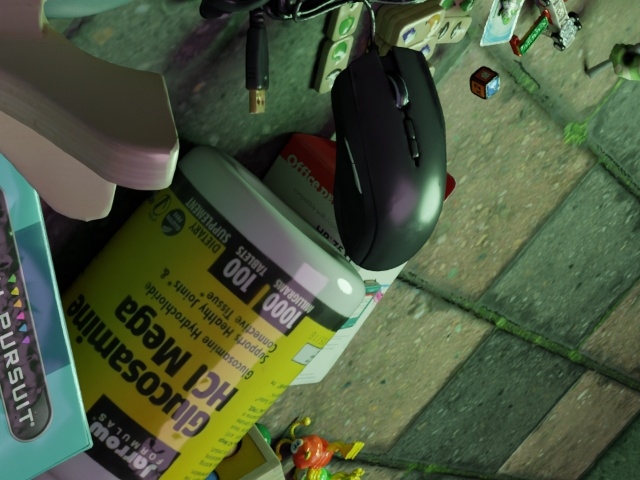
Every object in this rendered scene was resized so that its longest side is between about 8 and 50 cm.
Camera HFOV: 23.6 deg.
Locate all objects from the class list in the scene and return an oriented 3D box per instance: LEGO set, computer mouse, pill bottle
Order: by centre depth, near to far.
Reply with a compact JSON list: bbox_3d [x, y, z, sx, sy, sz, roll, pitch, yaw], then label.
[{"bbox_3d":[0.028,-0.093,1.202,0.184,0.060,0.262,-8,106,-33],"label":"computer mouse"},{"bbox_3d":[-0.135,0.101,1.236,0.334,0.188,0.188,-49,155,4],"label":"pill bottle"},{"bbox_3d":[0.201,-0.254,1.424,0.182,0.060,0.244,-16,130,-47],"label":"LEGO set"}]

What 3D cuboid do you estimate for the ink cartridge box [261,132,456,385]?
[{"bbox_3d":[0.000,0.000,1.360,0.231,0.134,0.078,-56,153,17],"label":"ink cartridge box"}]

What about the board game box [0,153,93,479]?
[{"bbox_3d":[-0.319,0.087,0.946,0.336,0.079,0.254,-27,123,-36],"label":"board game box"}]

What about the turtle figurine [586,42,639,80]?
[{"bbox_3d":[0.368,-0.266,1.582,0.197,0.275,0.266,-22,132,0],"label":"turtle figurine"}]

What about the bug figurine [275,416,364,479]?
[{"bbox_3d":[-0.055,0.334,1.839,0.279,0.072,0.216,-51,161,-2],"label":"bug figurine"}]

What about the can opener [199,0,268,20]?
[{"bbox_3d":[-0.022,-0.232,1.096,0.186,0.073,0.059,-47,116,-7],"label":"can opener"}]

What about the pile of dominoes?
[{"bbox_3d":[0.096,-0.226,1.288,0.196,0.040,0.251,-28,149,-34],"label":"pile of dominoes"}]

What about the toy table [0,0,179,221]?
[{"bbox_3d":[-0.171,-0.118,0.815,0.160,0.252,0.274,5,141,-19],"label":"toy table"}]

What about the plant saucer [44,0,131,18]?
[{"bbox_3d":[-0.120,-0.213,0.976,0.195,0.037,0.195,-36,153,-21],"label":"plant saucer"}]

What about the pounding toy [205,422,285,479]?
[{"bbox_3d":[-0.104,0.201,1.523,0.141,0.130,0.100,-31,152,-12],"label":"pounding toy"}]
